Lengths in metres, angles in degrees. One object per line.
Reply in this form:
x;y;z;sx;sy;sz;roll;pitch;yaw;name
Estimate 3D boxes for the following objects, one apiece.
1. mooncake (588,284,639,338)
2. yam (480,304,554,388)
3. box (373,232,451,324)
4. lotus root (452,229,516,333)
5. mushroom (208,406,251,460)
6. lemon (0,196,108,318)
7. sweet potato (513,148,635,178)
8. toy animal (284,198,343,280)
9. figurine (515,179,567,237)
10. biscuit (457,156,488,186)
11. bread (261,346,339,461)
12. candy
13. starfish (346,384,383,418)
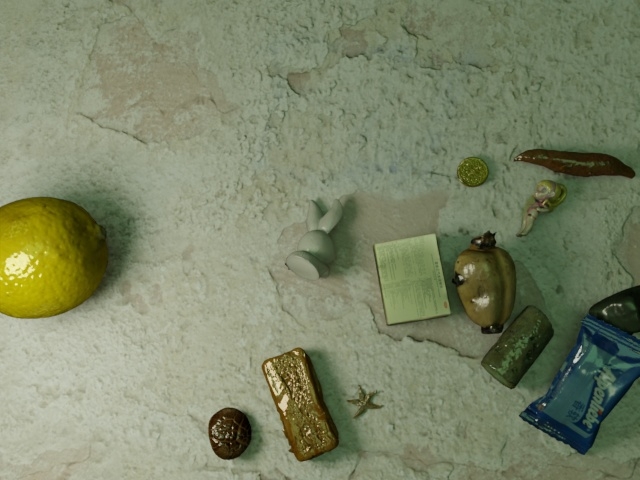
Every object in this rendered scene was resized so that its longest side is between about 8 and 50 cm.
0.745;0.172;1.654;0.175;0.168;0.104;-25;76;-14;mooncake
0.493;0.262;1.690;0.107;0.107;0.194;39;83;10;yam
0.234;0.102;1.749;0.168;0.095;0.212;-10;79;4;box
0.412;0.105;1.714;0.154;0.140;0.257;-4;88;-10;lotus root
-0.230;0.486;1.716;0.109;0.085;0.126;-24;83;-1;mushroom
-0.714;0.045;1.728;0.336;0.336;0.336;-1;79;4;lemon
0.669;-0.199;1.788;0.314;0.066;0.072;5;39;7;sweet potato
-0.002;0.002;1.801;0.103;0.131;0.221;-1;48;36;toy animal
0.571;-0.081;1.774;0.083;0.083;0.187;32;77;10;figurine
0.408;-0.184;1.826;0.084;0.023;0.084;-1;79;4;biscuit
-0.055;0.414;1.720;0.139;0.077;0.271;-24;77;3;bread
0.638;0.346;1.634;0.187;0.077;0.331;30;112;15;candy
0.112;0.417;1.739;0.092;0.016;0.086;15;83;5;starfish
